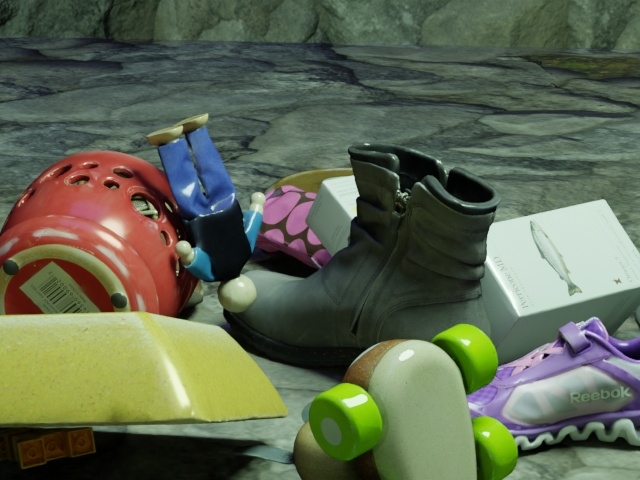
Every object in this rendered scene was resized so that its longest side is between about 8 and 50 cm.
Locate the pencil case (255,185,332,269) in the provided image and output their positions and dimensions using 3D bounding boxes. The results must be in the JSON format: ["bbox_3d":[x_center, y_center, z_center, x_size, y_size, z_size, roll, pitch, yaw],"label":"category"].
[{"bbox_3d":[0.000,0.000,1.816,0.098,0.095,0.209,-38,28,-18],"label":"pencil case"}]

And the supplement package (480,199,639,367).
[{"bbox_3d":[0.208,0.043,1.557,0.179,0.105,0.105,-12,61,-33],"label":"supplement package"}]

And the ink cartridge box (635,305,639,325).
[{"bbox_3d":[0.351,0.003,1.516,0.060,0.239,0.275,1,16,0],"label":"ink cartridge box"}]

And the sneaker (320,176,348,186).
[{"bbox_3d":[0.054,-0.025,1.899,0.080,0.094,0.212,5,-1,-22],"label":"sneaker"}]

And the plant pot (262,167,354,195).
[{"bbox_3d":[0.035,-0.057,2.098,0.236,0.032,0.236,0,17,0],"label":"plant pot"}]

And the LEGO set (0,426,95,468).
[{"bbox_3d":[-0.237,0.177,1.208,0.227,0.087,0.093,-6,1,-28],"label":"LEGO set"}]

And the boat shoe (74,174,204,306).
[{"bbox_3d":[-0.211,-0.006,1.780,0.123,0.116,0.324,-8,18,-23],"label":"boat shoe"}]

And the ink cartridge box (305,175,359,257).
[{"bbox_3d":[0.080,0.014,1.655,0.104,0.061,0.181,-13,53,-38],"label":"ink cartridge box"}]

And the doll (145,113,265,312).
[{"bbox_3d":[-0.099,-0.022,1.546,0.046,0.189,0.129,-9,14,42],"label":"doll"}]

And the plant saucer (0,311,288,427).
[{"bbox_3d":[-0.214,0.101,1.250,0.333,0.081,0.333,-2,-5,9],"label":"plant saucer"}]

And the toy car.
[{"bbox_3d":[0.025,0.144,1.252,0.155,0.149,0.188,-23,16,-39],"label":"toy car"}]

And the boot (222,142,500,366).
[{"bbox_3d":[0.040,0.010,1.531,0.338,0.222,0.118,15,23,42],"label":"boot"}]

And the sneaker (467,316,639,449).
[{"bbox_3d":[0.203,0.115,1.382,0.236,0.104,0.095,-2,18,-3],"label":"sneaker"}]

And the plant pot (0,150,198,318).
[{"bbox_3d":[-0.220,0.032,1.541,0.191,0.191,0.174,3,24,11],"label":"plant pot"}]
